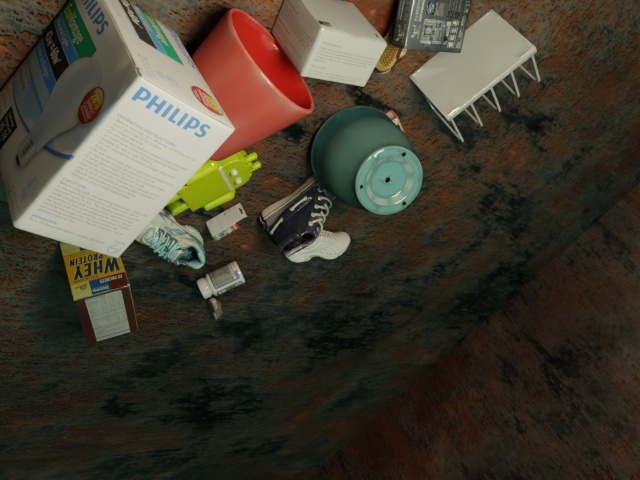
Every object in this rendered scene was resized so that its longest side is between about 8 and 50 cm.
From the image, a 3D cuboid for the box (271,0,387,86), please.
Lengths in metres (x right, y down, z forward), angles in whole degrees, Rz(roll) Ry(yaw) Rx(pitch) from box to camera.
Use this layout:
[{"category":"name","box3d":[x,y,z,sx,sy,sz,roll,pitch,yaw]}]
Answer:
[{"category":"box","box3d":[0.017,-0.452,1.367,0.181,0.182,0.119,0,137,-35]}]

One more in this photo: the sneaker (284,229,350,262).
[{"category":"sneaker","box3d":[0.000,0.000,1.993,0.232,0.090,0.115,-13,138,-26]}]

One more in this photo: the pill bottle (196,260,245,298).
[{"category":"pill bottle","box3d":[-0.313,0.126,1.923,0.137,0.078,0.078,-25,145,-9]}]

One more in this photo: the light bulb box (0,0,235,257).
[{"category":"light bulb box","box3d":[-0.412,-0.231,1.172,0.361,0.358,0.225,-44,144,16]}]

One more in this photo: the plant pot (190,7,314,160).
[{"category":"plant pot","box3d":[-0.190,-0.319,1.335,0.243,0.275,0.275,-33,146,20]}]

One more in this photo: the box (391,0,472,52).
[{"category":"box","box3d":[0.274,-0.570,1.455,0.183,0.059,0.233,-8,117,-31]}]

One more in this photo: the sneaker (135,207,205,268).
[{"category":"sneaker","box3d":[-0.410,-0.003,1.655,0.110,0.122,0.283,-43,143,16]}]

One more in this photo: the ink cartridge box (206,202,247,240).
[{"category":"ink cartridge box","box3d":[-0.264,-0.053,1.752,0.115,0.063,0.029,-30,144,-1]}]

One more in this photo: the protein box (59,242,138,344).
[{"category":"protein box","box3d":[-0.583,0.124,1.617,0.136,0.200,0.201,-15,142,-21]}]

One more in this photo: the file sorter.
[{"category":"file sorter","box3d":[0.430,-0.440,1.679,0.277,0.193,0.173,-38,147,11]}]

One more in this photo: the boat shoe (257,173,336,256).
[{"category":"boat shoe","box3d":[-0.011,-0.089,1.810,0.340,0.158,0.127,-36,145,7]}]

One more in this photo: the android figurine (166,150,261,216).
[{"category":"android figurine","box3d":[-0.281,-0.152,1.581,0.273,0.056,0.248,-27,166,-6]}]

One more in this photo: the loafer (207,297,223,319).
[{"category":"loafer","box3d":[-0.350,0.221,2.051,0.039,0.045,0.125,-35,155,-24]}]

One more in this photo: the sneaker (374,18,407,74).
[{"category":"sneaker","box3d":[0.197,-0.503,1.547,0.185,0.069,0.084,-49,175,6]}]

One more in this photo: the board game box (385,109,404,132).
[{"category":"board game box","box3d":[0.186,-0.277,1.823,0.146,0.045,0.193,-32,145,3]}]

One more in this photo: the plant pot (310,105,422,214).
[{"category":"plant pot","box3d":[0.137,-0.198,1.625,0.271,0.255,0.272,-7,115,-15]}]
